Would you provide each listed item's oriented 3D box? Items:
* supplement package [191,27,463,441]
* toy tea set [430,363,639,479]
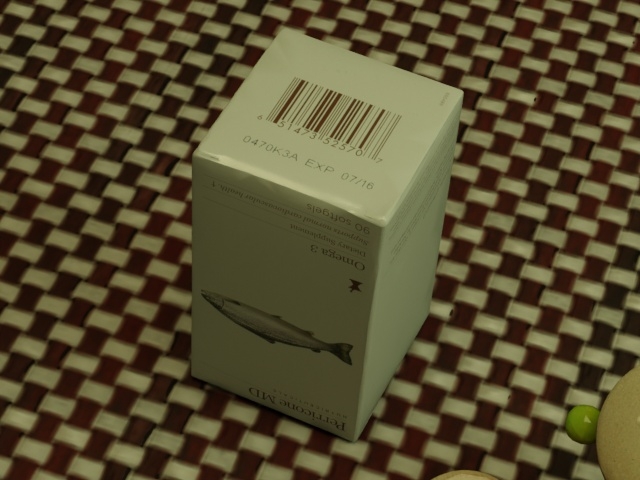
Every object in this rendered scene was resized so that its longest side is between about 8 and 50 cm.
[{"bbox_3d":[0.000,0.000,0.945,0.105,0.179,0.105,20,50,13],"label":"supplement package"},{"bbox_3d":[0.208,0.169,0.883,0.336,0.124,0.200,21,80,10],"label":"toy tea set"}]
